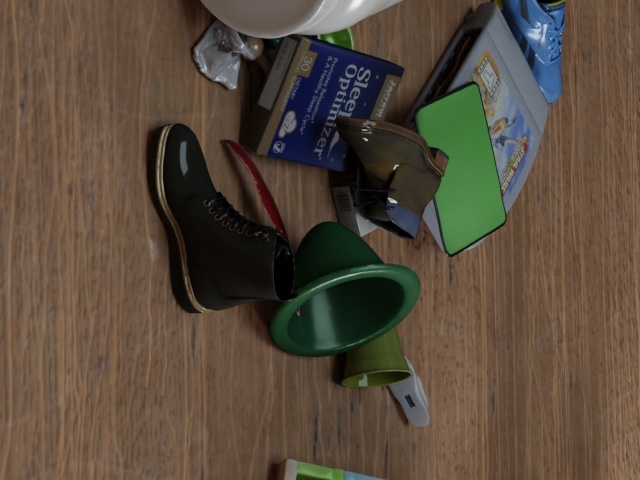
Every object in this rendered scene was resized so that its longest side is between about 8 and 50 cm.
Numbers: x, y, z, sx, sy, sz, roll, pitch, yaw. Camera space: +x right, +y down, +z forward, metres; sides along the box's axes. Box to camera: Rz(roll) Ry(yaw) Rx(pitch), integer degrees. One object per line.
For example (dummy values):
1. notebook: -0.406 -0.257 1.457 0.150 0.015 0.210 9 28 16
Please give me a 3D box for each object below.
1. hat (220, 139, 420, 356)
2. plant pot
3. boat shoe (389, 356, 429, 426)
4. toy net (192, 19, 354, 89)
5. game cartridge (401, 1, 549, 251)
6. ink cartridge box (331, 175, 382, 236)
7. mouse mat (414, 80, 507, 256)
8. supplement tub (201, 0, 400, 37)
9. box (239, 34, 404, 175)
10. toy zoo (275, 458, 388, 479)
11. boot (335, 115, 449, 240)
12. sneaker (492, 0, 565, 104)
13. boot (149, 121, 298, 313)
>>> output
1. hat: 0.000 0.000 1.910 0.208 0.173 0.183 94 -21 -58
2. plant pot: 0.060 0.121 1.992 0.083 0.083 0.079 15 62 -51
3. boat shoe: 0.105 0.174 2.077 0.035 0.035 0.100 -78 144 -64
4. toy net: -0.052 -0.232 1.897 0.232 0.045 0.122 -19 102 -51
5. game cartridge: 0.199 -0.137 2.206 0.198 0.062 0.297 54 48 -29
6. ink cartridge box: 0.062 -0.050 2.039 0.115 0.029 0.063 -28 109 -49
7. mouse mat: 0.173 -0.088 2.122 0.152 0.007 0.190 -28 110 -49
8. supplement tub: 0.021 -0.353 1.847 0.325 0.235 0.235 -32 112 -48
9. box: 0.016 -0.148 1.942 0.225 0.036 0.136 8 107 -52
10. toy zoo: 0.082 0.360 1.893 0.293 0.030 0.192 16 65 -18
11. boot: 0.075 -0.070 1.950 0.219 0.082 0.106 23 81 -56
12. sneaker: 0.294 -0.276 2.317 0.069 0.082 0.209 -48 125 -45
13. boot: -0.091 -0.028 1.754 0.077 0.137 0.198 -26 107 -50
